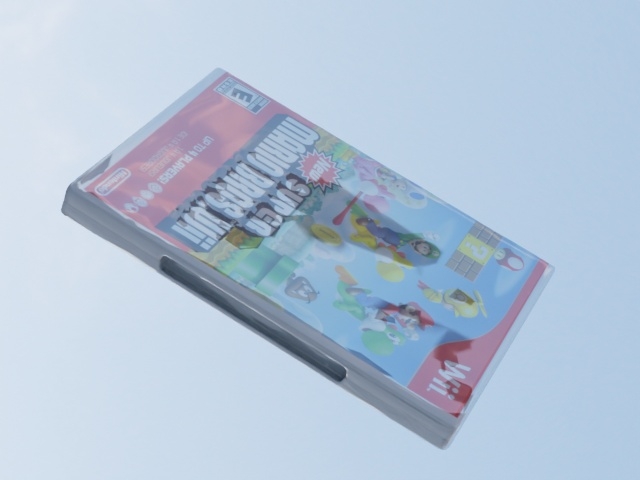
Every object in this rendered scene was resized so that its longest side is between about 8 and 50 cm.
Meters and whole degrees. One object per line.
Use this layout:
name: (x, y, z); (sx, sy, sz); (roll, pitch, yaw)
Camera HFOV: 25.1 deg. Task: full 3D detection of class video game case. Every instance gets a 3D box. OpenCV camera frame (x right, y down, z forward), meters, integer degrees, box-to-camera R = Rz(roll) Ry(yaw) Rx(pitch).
video game case: (0.000, 0.000, 0.953); (0.285, 0.204, 0.025); (32, -52, 8)
